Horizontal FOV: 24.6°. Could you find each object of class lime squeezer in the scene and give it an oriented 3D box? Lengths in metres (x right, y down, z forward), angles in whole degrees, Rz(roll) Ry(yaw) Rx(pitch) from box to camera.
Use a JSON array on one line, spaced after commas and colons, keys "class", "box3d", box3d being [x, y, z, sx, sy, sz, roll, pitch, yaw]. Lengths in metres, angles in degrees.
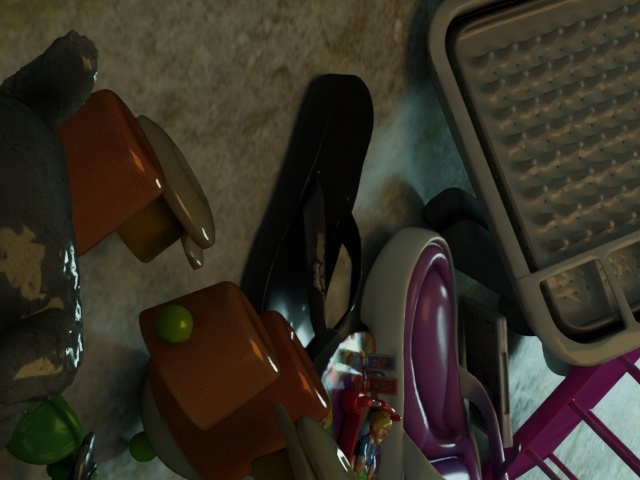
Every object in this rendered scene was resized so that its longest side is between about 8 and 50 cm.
[{"class": "lime squeezer", "box3d": [-0.171, 0.124, 0.779, 0.110, 0.059, 0.310, 3, 95, -30]}]

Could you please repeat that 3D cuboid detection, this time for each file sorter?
[{"class": "file sorter", "box3d": [0.325, 0.190, 1.430, 0.290, 0.182, 0.202, -52, 160, 23]}]

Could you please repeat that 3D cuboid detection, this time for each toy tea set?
[{"class": "toy tea set", "box3d": [-0.097, 0.053, 0.822, 0.336, 0.124, 0.200, 60, 4, -26]}]

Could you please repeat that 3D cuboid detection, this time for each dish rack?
[{"class": "dish rack", "box3d": [0.244, -0.079, 1.277, 0.285, 0.072, 0.333, -21, 89, -22]}]

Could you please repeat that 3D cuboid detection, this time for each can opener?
[{"class": "can opener", "box3d": [0.179, 0.039, 1.351, 0.280, 0.093, 0.074, 34, 29, -49]}]

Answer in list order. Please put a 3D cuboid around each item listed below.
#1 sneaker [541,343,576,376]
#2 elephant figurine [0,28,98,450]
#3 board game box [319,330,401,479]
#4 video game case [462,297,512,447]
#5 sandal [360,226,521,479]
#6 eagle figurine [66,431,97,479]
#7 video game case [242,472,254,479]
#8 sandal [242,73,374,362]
[{"class": "sneaker", "box3d": [0.247, 0.001, 1.501, 0.129, 0.111, 0.297, -11, 108, -38]}, {"class": "elephant figurine", "box3d": [-0.215, 0.003, 0.561, 0.239, 0.169, 0.186, 17, 51, -46]}, {"class": "board game box", "box3d": [0.033, 0.156, 1.116, 0.133, 0.033, 0.168, -43, 134, -56]}, {"class": "video game case", "box3d": [0.153, 0.120, 1.349, 0.087, 0.011, 0.122, -148, -128, -72]}, {"class": "sandal", "box3d": [0.116, 0.181, 1.262, 0.169, 0.102, 0.416, -55, 141, -42]}, {"class": "eagle figurine", "box3d": [-0.182, 0.239, 0.611, 0.226, 0.225, 0.298, -23, 103, -83]}, {"class": "video game case", "box3d": [-0.026, 0.242, 1.096, 0.193, 0.023, 0.212, -50, 139, -46]}, {"class": "sandal", "box3d": [0.000, -0.001, 1.051, 0.097, 0.054, 0.254, 33, 68, -61]}]
